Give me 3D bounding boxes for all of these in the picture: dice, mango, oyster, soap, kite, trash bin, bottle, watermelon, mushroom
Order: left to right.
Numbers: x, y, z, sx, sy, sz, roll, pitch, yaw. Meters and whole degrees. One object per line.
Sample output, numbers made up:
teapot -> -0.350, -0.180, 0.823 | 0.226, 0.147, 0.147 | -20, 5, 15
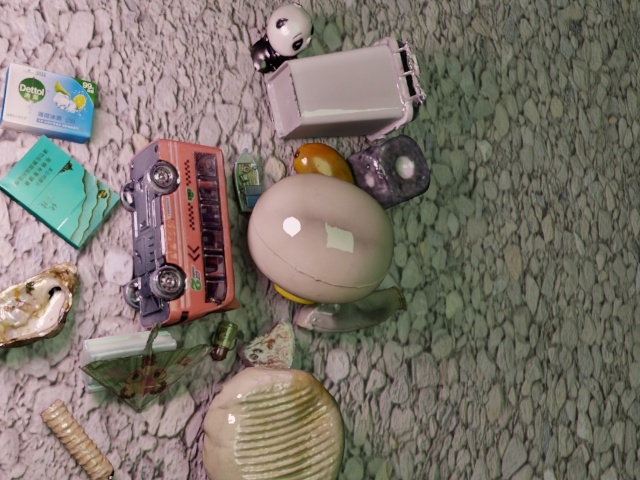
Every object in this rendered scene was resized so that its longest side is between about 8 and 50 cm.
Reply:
oyster -> -0.661, 0.157, 1.704 | 0.295, 0.094, 0.166 | -17, 71, -22
soap -> -0.438, 0.273, 1.782 | 0.198, 0.066, 0.119 | -5, 126, -30
kite -> -0.391, 0.290, 1.771 | 0.323, 0.013, 0.267 | -6, 126, -33
bottle -> -0.240, 0.252, 1.942 | 0.047, 0.063, 0.101 | 39, 63, -50
watermelon -> -0.142, 0.281, 1.987 | 0.139, 0.071, 0.187 | 13, 82, -21
mango -> 0.028, -0.166, 2.139 | 0.253, 0.113, 0.138 | 50, 54, -18
trash bin -> 0.066, -0.401, 2.115 | 0.368, 0.296, 0.255 | -10, 87, -25
mushroom -> 0.090, 0.190, 2.123 | 0.352, 0.097, 0.109 | -4, 87, -35
dice -> 0.184, -0.184, 2.193 | 0.182, 0.183, 0.181 | -22, 91, -32

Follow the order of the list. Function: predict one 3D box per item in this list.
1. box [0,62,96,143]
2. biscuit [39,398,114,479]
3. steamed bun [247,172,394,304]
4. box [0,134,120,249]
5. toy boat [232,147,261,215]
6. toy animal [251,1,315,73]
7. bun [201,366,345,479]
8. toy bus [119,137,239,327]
box -> -0.629, -0.313, 1.806 | 0.194, 0.073, 0.139 | 9, 77, -29
biscuit -> -0.533, 0.449, 1.729 | 0.061, 0.055, 0.219 | -39, 102, -13
steamed bun -> 0.003, -0.005, 1.971 | 0.374, 0.334, 0.333 | 25, 68, -7
box -> -0.601, -0.111, 1.803 | 0.226, 0.042, 0.160 | 42, 64, -17
toy boat -> -0.190, -0.154, 2.040 | 0.069, 0.059, 0.172 | -4, 83, -31
toy animal -> -0.090, -0.544, 2.111 | 0.138, 0.179, 0.166 | 36, 57, -4
bun -> -0.122, 0.477, 1.868 | 0.365, 0.219, 0.364 | 3, 83, -29
toy bus -> -0.332, -0.011, 1.852 | 0.233, 0.203, 0.426 | 1, 78, -35
